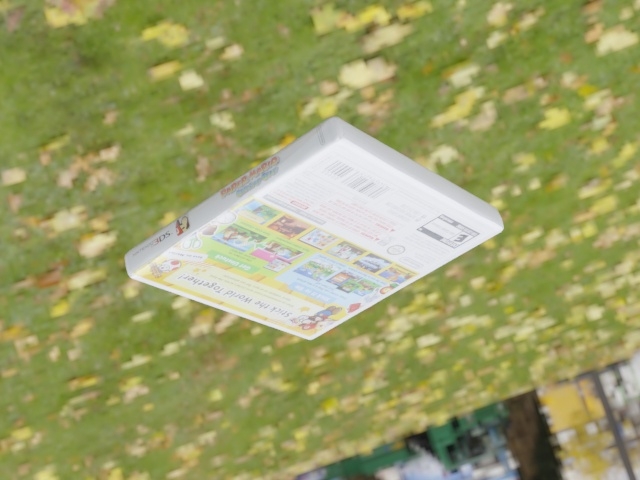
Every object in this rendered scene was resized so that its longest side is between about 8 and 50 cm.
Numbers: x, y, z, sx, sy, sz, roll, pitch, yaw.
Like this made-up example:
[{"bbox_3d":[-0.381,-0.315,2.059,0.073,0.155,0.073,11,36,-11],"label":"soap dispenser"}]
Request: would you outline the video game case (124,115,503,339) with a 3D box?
[{"bbox_3d":[0.000,0.000,1.038,0.206,0.026,0.227,-32,148,26],"label":"video game case"}]
